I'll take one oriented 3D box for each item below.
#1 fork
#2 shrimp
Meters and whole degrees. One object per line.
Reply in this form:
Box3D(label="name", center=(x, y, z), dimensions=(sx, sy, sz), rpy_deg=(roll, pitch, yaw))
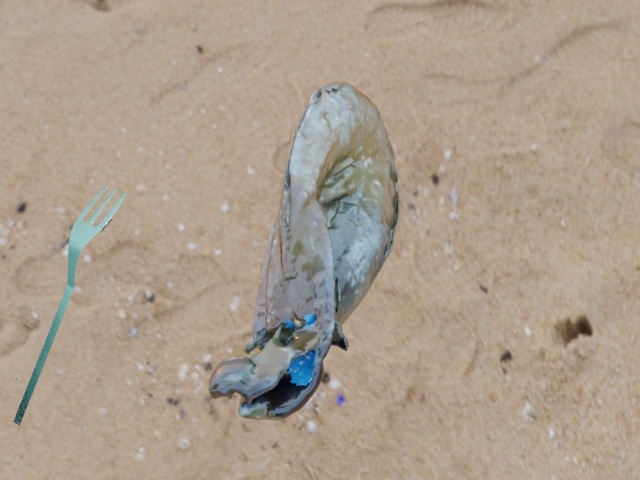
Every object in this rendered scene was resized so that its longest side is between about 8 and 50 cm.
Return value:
Box3D(label="fork", center=(-0.238, 0.058, 0.898), dimensions=(0.039, 0.021, 0.235), rpy_deg=(17, 83, 38))
Box3D(label="shrimp", center=(0.000, 0.000, 1.061), dimensions=(0.110, 0.221, 0.446), rpy_deg=(-3, 46, 27))
